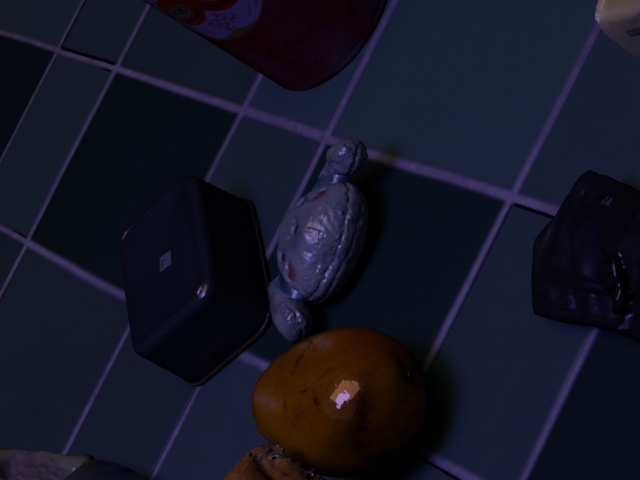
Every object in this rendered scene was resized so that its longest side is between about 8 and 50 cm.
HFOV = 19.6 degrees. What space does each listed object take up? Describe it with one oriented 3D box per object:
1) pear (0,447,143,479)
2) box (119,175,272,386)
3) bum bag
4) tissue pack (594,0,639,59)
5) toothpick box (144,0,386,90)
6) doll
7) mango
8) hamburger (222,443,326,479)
[{"bbox_3d":[-0.356,0.356,1.870,0.399,0.399,0.165,24,122,54],"label":"pear"},{"bbox_3d":[-0.139,0.039,1.996,0.144,0.090,0.201,-40,41,27],"label":"box"},{"bbox_3d":[0.274,0.022,1.520,0.310,0.074,0.137,17,90,54],"label":"bum bag"},{"bbox_3d":[0.363,-0.205,1.490,0.234,0.159,0.125,-7,61,48],"label":"tissue pack"},{"bbox_3d":[-0.108,-0.323,1.999,0.204,0.333,0.204,-30,45,35],"label":"toothpick box"},{"bbox_3d":[0.000,0.000,1.871,0.103,0.072,0.214,16,88,66],"label":"doll"},{"bbox_3d":[0.010,0.146,1.717,0.219,0.112,0.145,2,54,55],"label":"mango"},{"bbox_3d":[-0.038,0.315,1.627,0.244,0.163,0.244,-35,35,29],"label":"hamburger"}]
